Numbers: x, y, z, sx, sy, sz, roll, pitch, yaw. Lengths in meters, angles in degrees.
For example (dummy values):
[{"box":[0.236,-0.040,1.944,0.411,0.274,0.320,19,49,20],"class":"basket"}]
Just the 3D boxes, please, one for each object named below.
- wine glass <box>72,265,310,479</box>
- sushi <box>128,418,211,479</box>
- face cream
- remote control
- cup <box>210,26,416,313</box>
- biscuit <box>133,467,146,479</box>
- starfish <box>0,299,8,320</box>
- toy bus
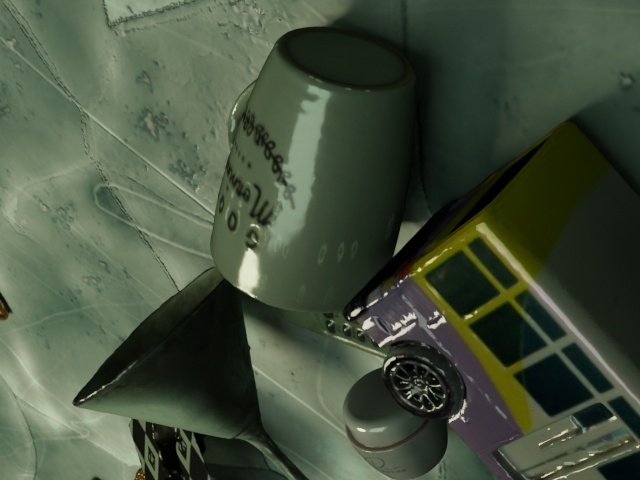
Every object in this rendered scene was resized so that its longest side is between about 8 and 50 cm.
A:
[{"box":[-0.073,0.248,1.208,0.406,0.267,0.267,47,138,-9],"class":"wine glass"},{"box":[-0.192,0.340,1.430,0.292,0.059,0.294,65,148,26],"class":"sushi"},{"box":[0.089,0.213,1.136,0.117,0.117,0.104,-2,129,39],"class":"face cream"},{"box":[0.062,0.084,1.116,0.285,0.038,0.123,18,131,28],"class":"remote control"},{"box":[-0.019,-0.096,0.968,0.258,0.186,0.234,48,137,41],"class":"cup"},{"box":[-0.234,0.458,1.630,0.205,0.031,0.138,49,125,0],"class":"biscuit"},{"box":[-0.620,0.053,1.629,0.240,0.043,0.227,53,136,-3],"class":"starfish"},{"box":[0.268,0.134,0.870,0.440,0.209,0.249,49,136,0],"class":"toy bus"}]
